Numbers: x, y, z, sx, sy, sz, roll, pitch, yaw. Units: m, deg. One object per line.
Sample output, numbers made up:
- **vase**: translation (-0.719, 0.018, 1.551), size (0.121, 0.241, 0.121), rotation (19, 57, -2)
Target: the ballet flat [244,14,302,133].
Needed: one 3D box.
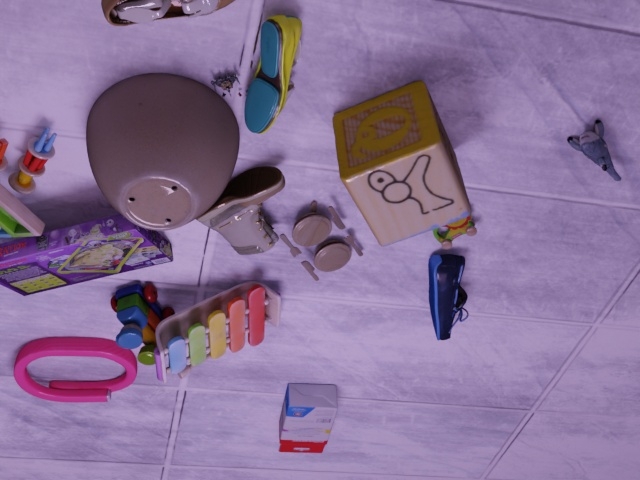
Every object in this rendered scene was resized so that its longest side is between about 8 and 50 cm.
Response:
- **ballet flat**: translation (-0.074, -0.287, 1.417), size (0.077, 0.077, 0.231), rotation (-29, 147, -39)

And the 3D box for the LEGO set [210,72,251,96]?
- **LEGO set**: translation (-0.159, -0.279, 1.454), size (0.054, 0.023, 0.083), rotation (-36, 142, 30)

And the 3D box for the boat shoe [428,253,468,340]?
- **boat shoe**: translation (0.300, 0.140, 1.872), size (0.089, 0.109, 0.258), rotation (-9, 138, -2)

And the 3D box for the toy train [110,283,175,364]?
- **toy train**: translation (-0.383, 0.224, 1.852), size (0.105, 0.143, 0.248), rotation (-17, 135, 12)

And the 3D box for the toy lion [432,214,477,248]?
- **toy lion**: translation (0.282, -0.038, 1.742), size (0.100, 0.034, 0.096), rotation (-31, 124, 24)

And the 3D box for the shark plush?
- **shark plush**: translation (0.547, -0.162, 1.615), size (0.073, 0.067, 0.161), rotation (-24, 133, 17)

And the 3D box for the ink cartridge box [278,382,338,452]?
- **ink cartridge box**: translation (-0.039, 0.486, 2.206), size (0.134, 0.078, 0.231), rotation (4, 135, -10)

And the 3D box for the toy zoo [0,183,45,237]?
- **toy zoo**: translation (-0.699, -0.063, 1.542), size (0.293, 0.030, 0.192), rotation (-2, 148, 20)

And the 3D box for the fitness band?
- **fitness band**: translation (-0.597, 0.318, 1.991), size (0.290, 0.054, 0.209), rotation (1, 135, -9)

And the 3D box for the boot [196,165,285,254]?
- **boot**: translation (-0.128, -0.055, 1.644), size (0.213, 0.077, 0.165), rotation (-24, 133, 24)

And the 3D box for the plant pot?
- **plant pot**: translation (-0.286, -0.129, 1.468), size (0.284, 0.191, 0.284), rotation (-4, 136, -4)

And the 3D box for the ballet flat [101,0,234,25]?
- **ballet flat**: translation (-0.234, -0.379, 1.301), size (0.232, 0.073, 0.080), rotation (-9, 136, 3)

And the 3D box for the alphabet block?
- **alphabet block**: translation (0.149, -0.140, 1.504), size (0.192, 0.193, 0.197), rotation (-21, 134, 12)

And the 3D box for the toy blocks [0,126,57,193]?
- **toy blocks**: translation (-0.557, -0.156, 1.491), size (0.123, 0.054, 0.148), rotation (7, 138, -40)

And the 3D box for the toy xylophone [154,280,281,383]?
- **toy xylophone**: translation (-0.234, 0.214, 1.835), size (0.322, 0.081, 0.236), rotation (-30, 145, -20)

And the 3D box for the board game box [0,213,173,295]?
- **board game box**: translation (-0.499, 0.032, 1.658), size (0.346, 0.056, 0.208), rotation (-13, 164, 6)

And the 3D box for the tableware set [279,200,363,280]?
- **tableware set**: translation (0.000, 0.000, 1.743), size (0.128, 0.039, 0.194), rotation (-29, 138, 6)
